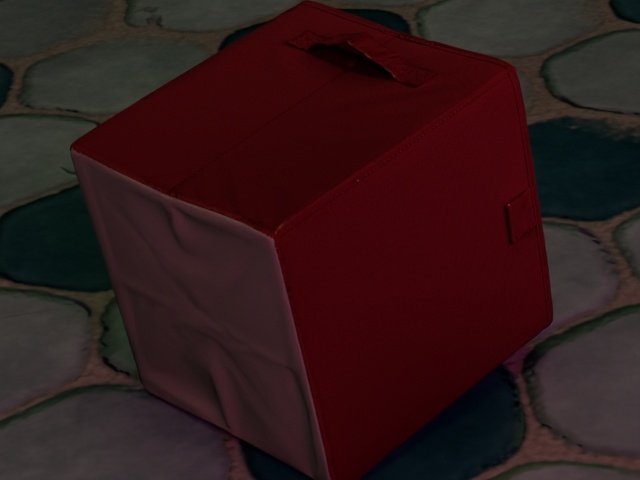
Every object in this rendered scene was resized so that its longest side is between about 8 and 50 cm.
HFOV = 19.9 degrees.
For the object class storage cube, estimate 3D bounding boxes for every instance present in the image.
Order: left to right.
[{"bbox_3d":[0.000,0.000,1.072,0.193,0.215,0.184,-35,40,-31],"label":"storage cube"}]
